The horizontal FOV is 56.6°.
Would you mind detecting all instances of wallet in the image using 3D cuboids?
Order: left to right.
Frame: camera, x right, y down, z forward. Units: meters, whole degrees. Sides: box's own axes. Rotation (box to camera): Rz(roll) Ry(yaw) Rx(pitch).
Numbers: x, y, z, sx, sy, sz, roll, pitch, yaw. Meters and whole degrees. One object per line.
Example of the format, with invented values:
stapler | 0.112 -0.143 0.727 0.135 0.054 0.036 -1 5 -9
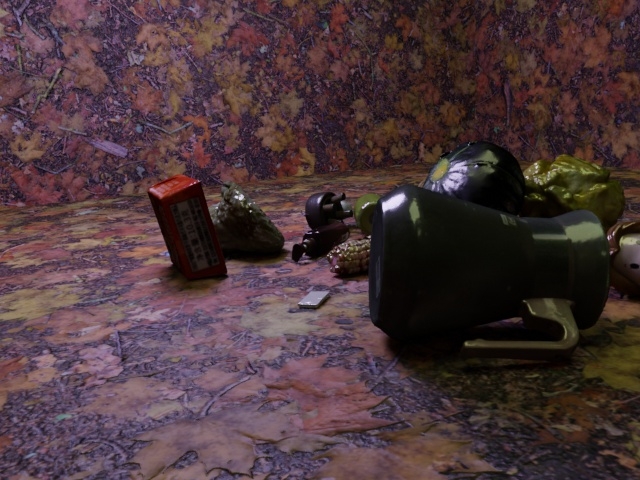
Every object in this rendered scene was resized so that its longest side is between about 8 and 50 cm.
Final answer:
wallet | -0.013 0.117 1.197 0.044 0.011 0.083 1 13 19

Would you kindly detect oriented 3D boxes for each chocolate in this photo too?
chocolate | -0.333 -0.035 1.471 0.107 0.238 0.234 -20 19 -21

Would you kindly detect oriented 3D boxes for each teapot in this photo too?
teapot | 0.257 0.056 0.949 0.343 0.253 0.300 1 46 0

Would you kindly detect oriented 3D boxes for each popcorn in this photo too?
popcorn | 0.638 -0.105 1.549 0.270 0.224 0.258 2 20 -2

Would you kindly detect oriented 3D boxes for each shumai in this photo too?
shumai | -0.238 -0.022 1.627 0.204 0.222 0.272 -45 35 -7

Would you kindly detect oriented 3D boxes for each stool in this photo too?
stool | 0.039 -0.089 1.833 0.121 0.125 0.217 -7 0 35

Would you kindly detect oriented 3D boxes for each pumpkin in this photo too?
pumpkin | 0.403 -0.095 1.520 0.295 0.296 0.296 -3 13 1

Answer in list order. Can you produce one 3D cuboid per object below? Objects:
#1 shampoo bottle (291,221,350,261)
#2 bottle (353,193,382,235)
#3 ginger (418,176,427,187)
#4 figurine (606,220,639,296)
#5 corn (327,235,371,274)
shampoo bottle | -0.002 0.001 1.596 0.067 0.068 0.236 3 12 30
bottle | 0.158 -0.089 1.841 0.111 0.112 0.260 -3 12 1
ginger | 0.463 -0.150 2.006 0.221 0.130 0.275 20 31 40
figurine | 0.626 0.044 1.079 0.189 0.142 0.263 27 -9 -36
corn | 0.147 0.019 1.411 0.280 0.092 0.092 -11 14 -25
